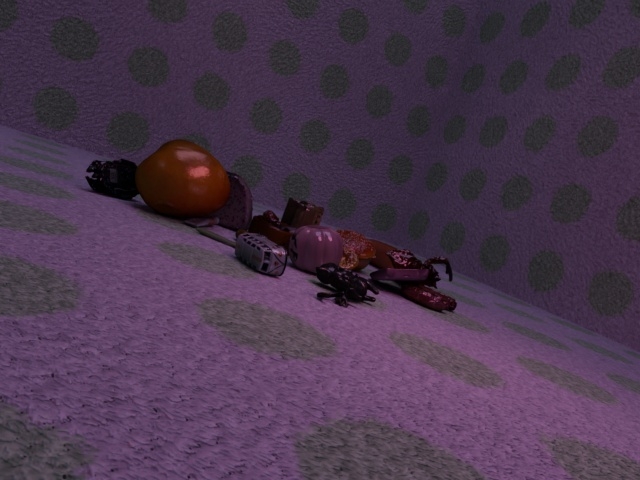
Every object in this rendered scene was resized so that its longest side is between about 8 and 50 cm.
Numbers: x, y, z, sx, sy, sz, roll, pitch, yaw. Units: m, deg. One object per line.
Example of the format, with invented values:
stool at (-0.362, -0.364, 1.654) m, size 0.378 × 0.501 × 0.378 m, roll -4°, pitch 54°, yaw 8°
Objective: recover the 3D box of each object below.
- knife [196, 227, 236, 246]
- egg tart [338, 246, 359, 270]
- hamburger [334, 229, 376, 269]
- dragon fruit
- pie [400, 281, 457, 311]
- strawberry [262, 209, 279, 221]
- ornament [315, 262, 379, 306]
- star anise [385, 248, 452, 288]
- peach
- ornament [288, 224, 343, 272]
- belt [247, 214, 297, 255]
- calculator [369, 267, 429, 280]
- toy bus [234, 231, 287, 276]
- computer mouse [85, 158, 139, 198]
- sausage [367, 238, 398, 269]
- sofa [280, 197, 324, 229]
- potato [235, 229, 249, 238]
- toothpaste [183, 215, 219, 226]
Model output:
knife at (-0.277, 0.011, 1.612) m, size 0.293 × 0.019 × 0.043 m, roll 22°, pitch 5°, yaw 20°
egg tart at (0.080, 0.073, 1.873) m, size 0.131 × 0.052 × 0.130 m, roll 5°, pitch 41°, yaw -4°
hamburger at (0.109, 0.035, 2.024) m, size 0.237 × 0.147 × 0.237 m, roll 16°, pitch 8°, yaw -2°
dragon fruit at (-0.396, -0.175, 2.040) m, size 0.283 × 0.221 × 0.204 m, roll 16°, pitch 12°, yaw 0°
pie at (0.387, 0.201, 1.804) m, size 0.204 × 0.054 × 0.219 m, roll 21°, pitch 6°, yaw 17°
strawberry at (-0.257, -0.111, 2.571) m, size 0.096 × 0.083 × 0.083 m, roll 19°, pitch 5°, yaw -25°
ornament at (0.035, 0.111, 1.372) m, size 0.202 × 0.080 × 0.236 m, roll 26°, pitch 8°, yaw 25°
star anise at (0.416, 0.127, 2.064) m, size 0.347 × 0.148 × 0.237 m, roll 11°, pitch -18°, yaw -26°
peach at (-0.478, -0.205, 1.793) m, size 0.308 × 0.289 × 0.289 m, roll 44°, pitch -1°, yaw -14°
ornament at (-0.016, 0.034, 1.640) m, size 0.178 × 0.177 × 0.177 m, roll 19°, pitch 6°, yaw -2°
belt at (-0.172, -0.020, 1.836) m, size 0.184 × 0.105 × 0.261 m, roll 20°, pitch 5°, yaw -8°
calculator at (0.283, 0.132, 1.839) m, size 0.194 × 0.043 × 0.294 m, roll 1°, pitch -8°, yaw -4°
toy bus at (-0.169, 0.037, 1.410) m, size 0.089 × 0.087 × 0.194 m, roll 6°, pitch 13°, yaw -36°
computer mouse at (-0.739, -0.218, 1.812) m, size 0.078 × 0.146 × 0.242 m, roll -10°, pitch -10°, yaw 30°
sausage at (0.284, 0.068, 2.420) m, size 0.121 × 0.121 × 0.304 m, roll 16°, pitch 5°, yaw -30°
sofa at (-0.117, -0.099, 2.304) m, size 0.182 × 0.200 × 0.258 m, roll 20°, pitch 7°, yaw -17°
potato at (-0.273, -0.017, 1.758) m, size 0.047 × 0.045 × 0.092 m, roll 18°, pitch 2°, yaw -28°
toothpaste at (-0.424, -0.066, 1.811) m, size 0.056 × 0.036 × 0.205 m, roll 20°, pitch 10°, yaw 11°
